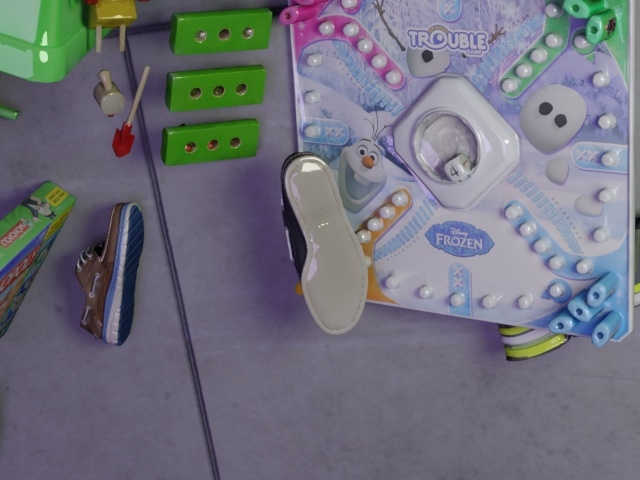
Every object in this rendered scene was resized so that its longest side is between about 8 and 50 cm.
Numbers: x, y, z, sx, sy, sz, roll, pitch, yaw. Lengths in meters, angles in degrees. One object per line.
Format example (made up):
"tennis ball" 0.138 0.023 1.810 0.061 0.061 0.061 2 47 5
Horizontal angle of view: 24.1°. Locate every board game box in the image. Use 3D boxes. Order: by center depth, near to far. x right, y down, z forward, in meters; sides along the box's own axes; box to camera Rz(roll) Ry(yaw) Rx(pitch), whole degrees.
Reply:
"board game box" 0.131 -0.097 1.554 0.390 0.050 0.389 8 112 31
"board game box" -0.386 0.076 1.664 0.046 0.317 0.213 33 114 -1

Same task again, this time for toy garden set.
"toy garden set" -0.158 -0.195 1.594 0.204 0.049 0.244 -8 126 -24

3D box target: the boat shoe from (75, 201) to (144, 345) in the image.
"boat shoe" -0.251 0.036 1.754 0.066 0.066 0.183 15 112 10

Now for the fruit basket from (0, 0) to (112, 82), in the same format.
"fruit basket" -0.422 -0.230 1.569 0.392 0.283 0.392 4 115 8

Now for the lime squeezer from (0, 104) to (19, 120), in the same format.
"lime squeezer" -0.479 -0.241 1.729 0.110 0.059 0.310 -36 97 -8

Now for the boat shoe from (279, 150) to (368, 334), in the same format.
"boat shoe" 0.000 0.000 1.622 0.075 0.065 0.206 -17 109 -10

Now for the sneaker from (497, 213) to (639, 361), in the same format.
"sneaker" 0.295 0.015 1.590 0.300 0.111 0.121 -33 96 20
